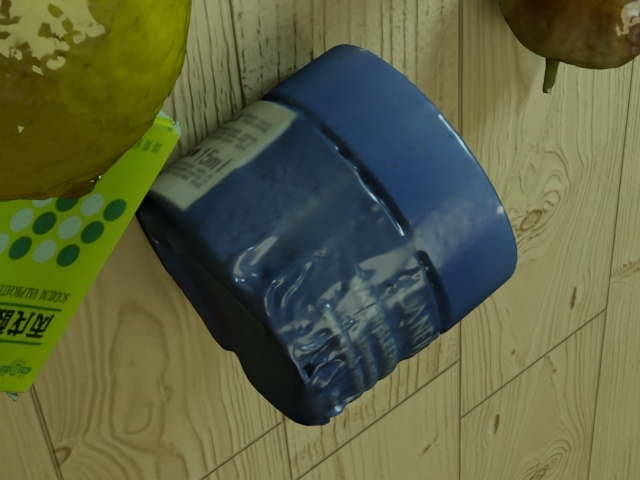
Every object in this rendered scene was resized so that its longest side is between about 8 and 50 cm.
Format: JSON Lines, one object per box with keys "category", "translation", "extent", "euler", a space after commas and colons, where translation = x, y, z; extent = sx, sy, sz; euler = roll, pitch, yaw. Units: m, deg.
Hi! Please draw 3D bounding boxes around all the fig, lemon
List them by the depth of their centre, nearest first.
{"category": "lemon", "translation": [-0.204, -0.159, 1.002], "extent": [0.268, 0.268, 0.322], "euler": [-39, 137, -16]}
{"category": "fig", "translation": [0.238, -0.208, 1.641], "extent": [0.159, 0.159, 0.257], "euler": [-36, 163, -20]}

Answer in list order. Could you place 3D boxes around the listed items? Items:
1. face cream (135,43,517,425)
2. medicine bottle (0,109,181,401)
{"category": "face cream", "translation": [0.000, 0.000, 1.443], "extent": [0.225, 0.249, 0.249], "euler": [-38, 147, -12]}
{"category": "medicine bottle", "translation": [-0.234, -0.024, 1.236], "extent": [0.137, 0.141, 0.250], "euler": [7, 119, -57]}
